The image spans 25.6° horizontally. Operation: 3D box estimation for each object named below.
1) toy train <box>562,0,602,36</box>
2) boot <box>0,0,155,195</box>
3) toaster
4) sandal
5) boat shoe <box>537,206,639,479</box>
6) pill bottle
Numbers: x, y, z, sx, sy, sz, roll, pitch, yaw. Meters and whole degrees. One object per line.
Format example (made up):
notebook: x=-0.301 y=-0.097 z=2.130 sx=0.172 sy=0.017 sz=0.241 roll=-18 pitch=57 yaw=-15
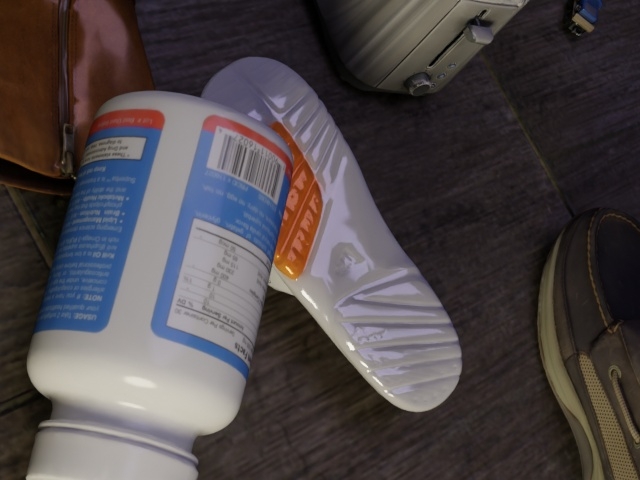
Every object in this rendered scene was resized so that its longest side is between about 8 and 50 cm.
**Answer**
toy train: x=0.258 y=-0.252 z=1.349 sx=0.027 sy=0.036 sz=0.158 roll=33 pitch=48 yaw=-20
boot: x=-0.120 y=-0.160 z=0.939 sx=0.264 sy=0.096 sz=0.280 roll=6 pitch=62 yaw=-38
toaster: x=0.071 y=-0.235 z=1.106 sx=0.129 sy=0.146 sz=0.227 roll=2 pitch=64 yaw=-40
sandal: x=-0.007 y=0.006 z=0.950 sx=0.102 sy=0.076 sz=0.265 roll=-33 pitch=93 yaw=-29
boat shoe: x=0.262 y=0.128 z=1.057 sx=0.132 sy=0.130 sz=0.355 roll=13 pitch=58 yaw=-34
pill bottle: x=-0.096 y=0.038 z=0.802 sx=0.124 sy=0.124 sz=0.222 roll=23 pitch=69 yaw=-28
